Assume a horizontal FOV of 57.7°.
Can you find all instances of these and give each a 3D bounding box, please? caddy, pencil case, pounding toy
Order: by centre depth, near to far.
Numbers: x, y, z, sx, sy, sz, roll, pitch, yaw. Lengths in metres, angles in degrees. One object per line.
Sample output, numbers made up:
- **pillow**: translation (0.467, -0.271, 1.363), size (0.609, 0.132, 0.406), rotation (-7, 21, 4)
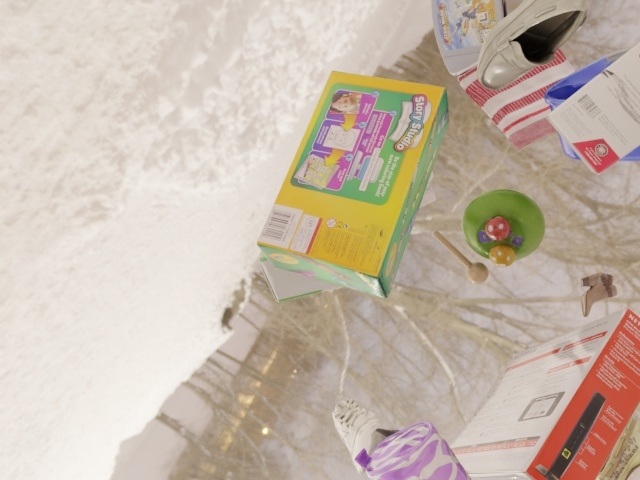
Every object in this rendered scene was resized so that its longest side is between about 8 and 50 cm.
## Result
- **pencil case**: translation (0.125, 0.277, 0.556), size (0.088, 0.206, 0.086), rotation (-35, 174, 35)
- **caddy**: translation (0.599, -0.275, 1.096), size (0.241, 0.179, 0.341), rotation (-33, -156, -27)
- **pounding toy**: translation (0.381, 0.004, 1.298), size (0.237, 0.183, 0.110), rotation (-40, -170, 36)

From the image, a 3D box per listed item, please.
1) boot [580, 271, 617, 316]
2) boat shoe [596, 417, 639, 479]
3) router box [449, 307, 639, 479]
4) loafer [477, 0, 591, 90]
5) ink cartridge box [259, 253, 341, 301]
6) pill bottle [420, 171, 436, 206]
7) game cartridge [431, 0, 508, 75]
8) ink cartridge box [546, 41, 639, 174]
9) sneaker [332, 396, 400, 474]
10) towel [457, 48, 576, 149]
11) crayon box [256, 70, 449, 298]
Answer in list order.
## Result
- **boot**: translation (0.742, 0.144, 1.547), size (0.042, 0.087, 0.118), rotation (-2, 90, -85)
- **boat shoe**: translation (0.783, 0.582, 1.547), size (0.104, 0.089, 0.285), rotation (-26, 144, -55)
- **router box**: translation (0.344, 0.278, 0.919), size (0.301, 0.082, 0.335), rotation (-45, 172, -23)
- **loafer**: translation (0.382, -0.366, 1.074), size (0.319, 0.112, 0.111), rotation (119, -21, -69)
- **ink cartridge box**: translation (0.000, 0.000, 1.354), size (0.289, 0.211, 0.121), rotation (-73, 144, -62)
- **pill bottle**: translation (0.217, -0.194, 1.502), size (0.124, 0.221, 0.124), rotation (-21, -171, 3)
- **game cartridge**: translation (0.402, -0.597, 1.564), size (0.062, 0.198, 0.297), rotation (-46, 128, -47)
- **ink cartridge box**: translation (0.410, -0.181, 0.801), size (0.150, 0.109, 0.063), rotation (-40, 174, 20)
- **sneaker**: translation (0.074, 0.376, 1.150), size (0.111, 0.129, 0.297), rotation (-37, 168, -16)
- **towel**: translation (0.533, -0.373, 1.483), size (0.237, 0.329, 0.037), rotation (-24, -133, 37)
- **crayon box**: translation (0.050, -0.082, 0.764), size (0.081, 0.165, 0.278), rotation (59, 49, -62)
